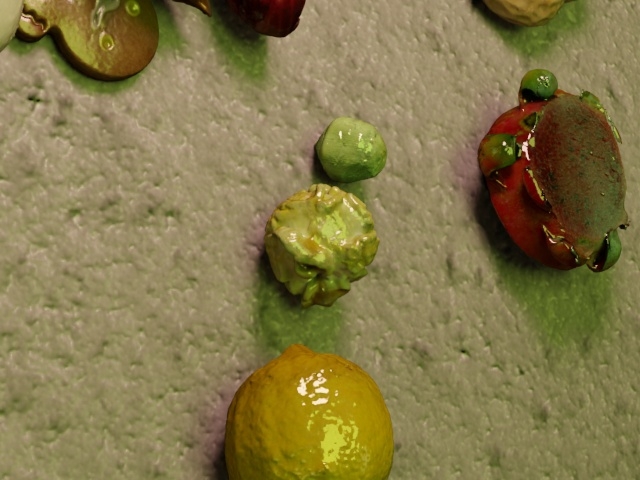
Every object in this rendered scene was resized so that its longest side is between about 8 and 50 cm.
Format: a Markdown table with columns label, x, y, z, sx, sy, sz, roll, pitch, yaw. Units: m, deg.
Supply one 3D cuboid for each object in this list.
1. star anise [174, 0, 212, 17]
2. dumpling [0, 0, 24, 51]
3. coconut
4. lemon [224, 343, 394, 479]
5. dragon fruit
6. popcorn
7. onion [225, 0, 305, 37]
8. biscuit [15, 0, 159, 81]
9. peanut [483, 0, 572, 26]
| label | x | y | z | sx | sy | sz | roll | pitch | yaw |
| --- | --- | --- | --- | --- | --- | --- | --- | --- | --- |
| star anise | -0.207 | -0.419 | 1.592 | 0.237 | 0.148 | 0.346 | -32 | 94 | -24 |
| dumpling | -0.398 | -0.264 | 1.455 | 0.166 | 0.126 | 0.216 | 20 | 83 | -3 |
| coconut | 0.035 | -0.114 | 1.755 | 0.088 | 0.096 | 0.088 | -30 | 125 | -56 |
| lemon | -0.013 | 0.230 | 1.563 | 0.192 | 0.192 | 0.231 | 6 | 75 | -36 |
| dragon fruit | 0.326 | -0.091 | 1.934 | 0.268 | 0.130 | 0.295 | -15 | 88 | -38 |
| popcorn | 0.000 | 0.000 | 1.670 | 0.162 | 0.141 | 0.135 | 32 | 20 | -50 |
| onion | -0.085 | -0.356 | 1.694 | 0.098 | 0.151 | 0.206 | -5 | 65 | -23 |
| biscuit | -0.283 | -0.284 | 1.590 | 0.236 | 0.039 | 0.180 | 41 | 56 | -24 |
| peanut | 0.309 | -0.418 | 2.018 | 0.233 | 0.110 | 0.197 | -41 | 104 | -38 |
